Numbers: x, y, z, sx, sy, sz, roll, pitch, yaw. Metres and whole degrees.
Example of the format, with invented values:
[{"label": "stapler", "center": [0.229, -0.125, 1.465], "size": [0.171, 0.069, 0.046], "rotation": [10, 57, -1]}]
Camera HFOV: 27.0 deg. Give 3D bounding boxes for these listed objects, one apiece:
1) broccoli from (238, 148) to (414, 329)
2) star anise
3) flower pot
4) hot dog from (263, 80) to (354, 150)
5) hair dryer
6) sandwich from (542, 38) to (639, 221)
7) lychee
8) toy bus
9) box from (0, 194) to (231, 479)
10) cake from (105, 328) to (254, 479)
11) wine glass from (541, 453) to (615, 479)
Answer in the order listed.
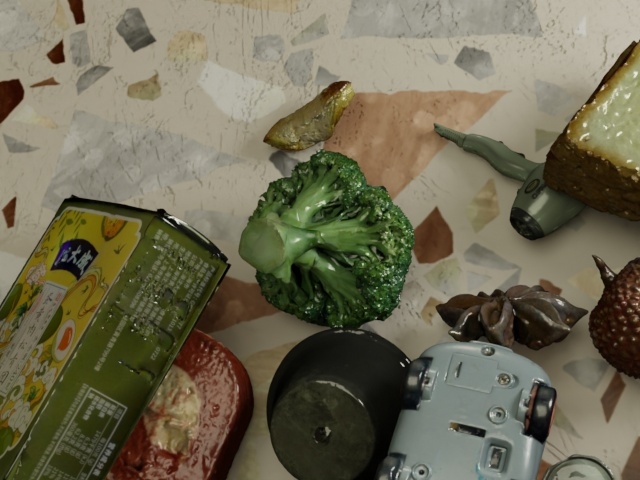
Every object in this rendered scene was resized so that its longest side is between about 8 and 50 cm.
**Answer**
[{"label": "broccoli", "center": [0.000, 0.000, 1.847], "size": [0.270, 0.270, 0.270], "rotation": [0, 90, 35]}, {"label": "star anise", "center": [0.262, 0.104, 1.791], "size": [0.196, 0.212, 0.073], "rotation": [-5, 99, -1]}, {"label": "flower pot", "center": [0.020, 0.244, 1.771], "size": [0.235, 0.148, 0.235], "rotation": [2, 96, 16]}, {"label": "hot dog", "center": [-0.006, -0.181, 2.028], "size": [0.169, 0.061, 0.078], "rotation": [-31, 30, 24]}, {"label": "hair dryer", "center": [0.321, -0.144, 1.926], "size": [0.229, 0.092, 0.267], "rotation": [-31, 55, -6]}, {"label": "sandwich", "center": [0.501, -0.112, 1.784], "size": [0.325, 0.131, 0.262], "rotation": [32, 62, 17]}, {"label": "lychee", "center": [0.424, 0.096, 1.747], "size": [0.197, 0.165, 0.165], "rotation": [41, 84, 12]}, {"label": "toy bus", "center": [0.191, 0.287, 1.696], "size": [0.194, 0.232, 0.288], "rotation": [10, 64, 16]}, {"label": "box", "center": [-0.348, 0.149, 1.851], "size": [0.420, 0.138, 0.373], "rotation": [-60, 28, -11]}, {"label": "cake", "center": [-0.200, 0.267, 1.868], "size": [0.177, 0.151, 0.283], "rotation": [26, 78, 10]}, {"label": "wine glass", "center": [0.328, 0.331, 1.672], "size": [0.122, 0.183, 0.122], "rotation": [-3, 73, 11]}]
